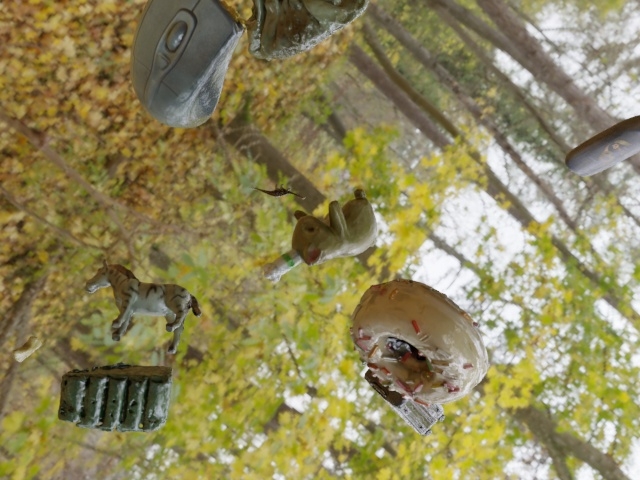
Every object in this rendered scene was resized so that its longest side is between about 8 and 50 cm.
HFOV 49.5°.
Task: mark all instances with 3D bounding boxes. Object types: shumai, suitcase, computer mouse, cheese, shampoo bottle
[{"bbox_3d":[-0.072,-0.601,1.616,0.304,0.263,0.309,4,-131,48],"label":"shumai"},{"bbox_3d":[0.284,0.515,2.318,0.128,0.312,0.202,-46,-135,-7],"label":"suitcase"},{"bbox_3d":[-0.272,-0.340,1.318,0.122,0.188,0.371,-51,179,-41],"label":"computer mouse"},{"bbox_3d":[-0.841,0.307,1.983,0.030,0.044,0.083,19,-129,40],"label":"cheese"},{"bbox_3d":[0.637,-0.208,1.502,0.234,0.087,0.049,-36,-148,59],"label":"shampoo bottle"}]

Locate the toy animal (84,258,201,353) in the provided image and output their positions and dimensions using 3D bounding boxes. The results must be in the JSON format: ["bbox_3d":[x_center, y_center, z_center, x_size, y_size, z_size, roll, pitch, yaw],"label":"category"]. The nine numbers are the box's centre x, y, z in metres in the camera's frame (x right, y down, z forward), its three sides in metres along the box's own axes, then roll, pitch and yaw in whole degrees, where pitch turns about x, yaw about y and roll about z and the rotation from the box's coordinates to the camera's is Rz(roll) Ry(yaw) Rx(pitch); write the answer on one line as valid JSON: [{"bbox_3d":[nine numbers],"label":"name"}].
[{"bbox_3d":[-0.375,0.132,1.410,0.170,0.255,0.089,-61,173,-49],"label":"toy animal"}]

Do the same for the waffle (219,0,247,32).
[{"bbox_3d":[-0.331,-0.633,1.898,0.281,0.262,0.060,-3,126,-42],"label":"waffle"}]

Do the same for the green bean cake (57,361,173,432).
[{"bbox_3d":[-0.378,0.288,1.311,0.208,0.194,0.107,178,-84,-79],"label":"green bean cake"}]

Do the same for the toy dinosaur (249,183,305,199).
[{"bbox_3d":[-0.138,-0.159,2.231,0.058,0.181,0.037,-88,180,-64],"label":"toy dinosaur"}]

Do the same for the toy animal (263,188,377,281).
[{"bbox_3d":[-0.001,-0.019,1.941,0.363,0.180,0.181,-18,177,-38],"label":"toy animal"}]

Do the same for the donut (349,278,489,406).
[{"bbox_3d":[0.235,0.269,1.767,0.142,0.382,0.382,-46,180,-36],"label":"donut"}]
